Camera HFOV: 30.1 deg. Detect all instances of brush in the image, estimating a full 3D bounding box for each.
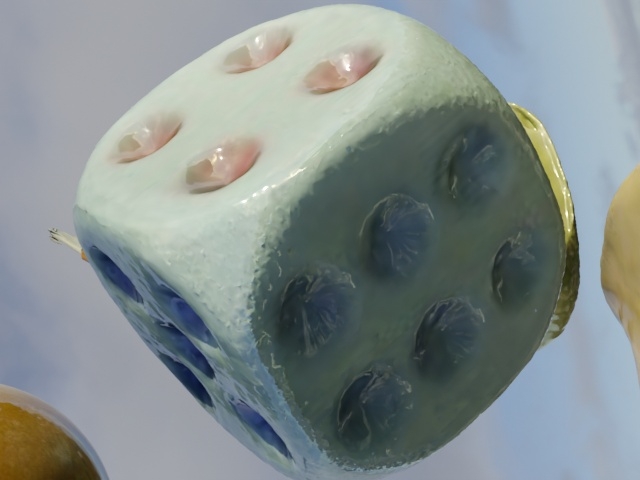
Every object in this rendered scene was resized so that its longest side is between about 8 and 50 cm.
[{"bbox_3d":[-0.148,0.051,1.158,0.090,0.314,0.017,18,-84,-50],"label":"brush"}]

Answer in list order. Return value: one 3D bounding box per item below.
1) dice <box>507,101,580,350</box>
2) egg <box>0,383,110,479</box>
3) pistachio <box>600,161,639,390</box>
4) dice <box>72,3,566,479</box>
[{"bbox_3d":[0.131,0.001,1.276,0.227,0.238,0.233,92,171,-56],"label":"dice"},{"bbox_3d":[-0.333,0.268,1.092,0.351,0.282,0.282,53,-154,-74],"label":"egg"},{"bbox_3d":[0.304,0.029,0.768,0.229,0.238,0.321,-53,-47,-39],"label":"pistachio"},{"bbox_3d":[0.000,0.000,0.892,0.262,0.268,0.265,22,146,52],"label":"dice"}]
